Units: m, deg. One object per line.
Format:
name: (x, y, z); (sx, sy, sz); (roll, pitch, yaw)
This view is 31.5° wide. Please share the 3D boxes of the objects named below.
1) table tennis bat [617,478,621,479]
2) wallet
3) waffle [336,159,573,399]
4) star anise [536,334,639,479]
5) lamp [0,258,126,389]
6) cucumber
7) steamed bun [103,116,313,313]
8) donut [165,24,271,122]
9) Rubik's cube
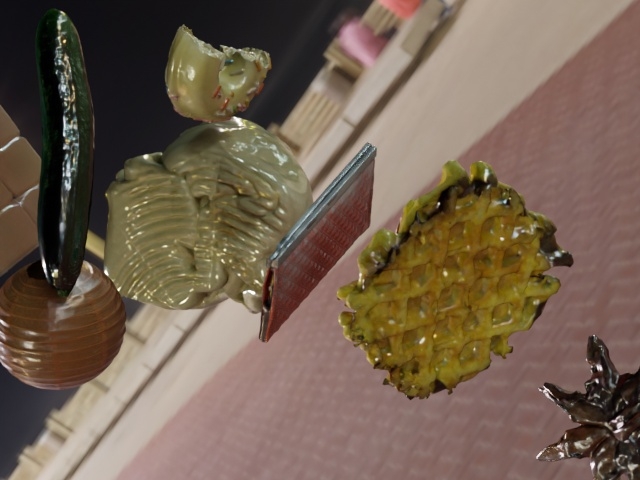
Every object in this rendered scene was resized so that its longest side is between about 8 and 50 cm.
table tennis bat: (0.447, 0.391, 1.743); (0.257, 0.039, 0.160); (66, -155, -48)
wallet: (0.000, 0.000, 1.033); (0.196, 0.020, 0.103); (-50, -27, -45)
waffle: (0.211, 0.075, 1.817); (0.379, 0.382, 0.095); (-46, 37, -1)
star anise: (0.413, 0.261, 1.543); (0.272, 0.272, 0.102); (-53, -19, 17)
lamp: (-0.260, 0.083, 1.127); (0.136, 0.136, 0.136); (-54, 7, 10)
cucumber: (-0.244, -0.088, 1.079); (0.056, 0.056, 0.284); (142, 125, -67)
steamed bun: (-0.141, -0.031, 1.554); (0.289, 0.276, 0.203); (-62, -9, 30)
donut: (-0.128, -0.193, 1.381); (0.166, 0.065, 0.108); (1, -67, -63)
Rubik's cube: (-0.541, -0.041, 1.673); (0.231, 0.224, 0.221); (-27, 14, 40)
